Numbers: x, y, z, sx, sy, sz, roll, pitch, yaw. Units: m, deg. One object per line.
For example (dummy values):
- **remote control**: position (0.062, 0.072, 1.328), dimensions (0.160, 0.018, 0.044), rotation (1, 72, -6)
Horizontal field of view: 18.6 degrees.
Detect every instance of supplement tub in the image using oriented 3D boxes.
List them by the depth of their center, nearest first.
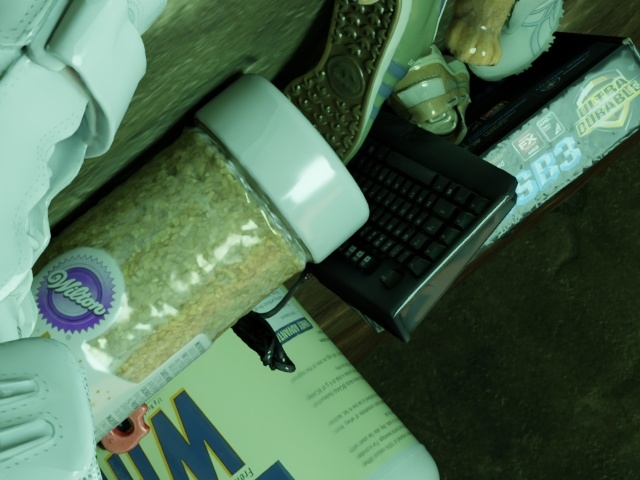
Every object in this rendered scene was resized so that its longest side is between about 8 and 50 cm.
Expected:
- **supplement tub**: position (-0.059, 0.173, 1.467), dimensions (0.235, 0.325, 0.235), rotation (-40, 171, -8)

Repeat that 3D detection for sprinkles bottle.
- **sprinkles bottle**: position (-0.138, 0.051, 1.201), dimensions (0.355, 0.121, 0.121), rotation (-40, 171, -5)

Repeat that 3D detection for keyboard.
- **keyboard**: position (0.000, 0.000, 1.290), dimensions (0.201, 0.033, 0.317), rotation (-51, -156, -2)

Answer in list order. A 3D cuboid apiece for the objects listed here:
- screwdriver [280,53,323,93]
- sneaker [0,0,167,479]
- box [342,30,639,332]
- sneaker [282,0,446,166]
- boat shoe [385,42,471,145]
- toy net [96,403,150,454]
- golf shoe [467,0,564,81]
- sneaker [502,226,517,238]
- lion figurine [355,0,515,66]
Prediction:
- **screwdriver**: position (-0.035, -0.084, 1.298), dimensions (0.170, 0.025, 0.024), rotation (-38, 171, -17)
- **sneaker**: position (-0.111, -0.015, 0.695), dimensions (0.366, 0.210, 0.137), rotation (-39, 171, -14)
- **box**: position (0.117, -0.059, 1.621), dimensions (0.295, 0.073, 0.293), rotation (-38, -168, -2)
- **sneaker**: position (0.035, -0.116, 1.266), dimensions (0.086, 0.064, 0.192), rotation (-32, 158, -41)
- **boat shoe**: position (0.088, -0.104, 1.535), dimensions (0.068, 0.072, 0.190), rotation (-28, 172, 13)
- **toy net**: position (-0.138, 0.075, 1.319), dimensions (0.232, 0.122, 0.045), rotation (-41, -171, 18)
- **golf shoe**: position (0.157, -0.195, 1.514), dimensions (0.086, 0.069, 0.176), rotation (0, 139, -46)
- **sneaker**: position (0.175, -0.115, 1.885), dimensions (0.271, 0.100, 0.108), rotation (110, -10, -54)
- **lion figurine**: position (0.142, -0.237, 1.049), dimensions (0.392, 0.142, 0.240), rotation (-52, 174, -46)
